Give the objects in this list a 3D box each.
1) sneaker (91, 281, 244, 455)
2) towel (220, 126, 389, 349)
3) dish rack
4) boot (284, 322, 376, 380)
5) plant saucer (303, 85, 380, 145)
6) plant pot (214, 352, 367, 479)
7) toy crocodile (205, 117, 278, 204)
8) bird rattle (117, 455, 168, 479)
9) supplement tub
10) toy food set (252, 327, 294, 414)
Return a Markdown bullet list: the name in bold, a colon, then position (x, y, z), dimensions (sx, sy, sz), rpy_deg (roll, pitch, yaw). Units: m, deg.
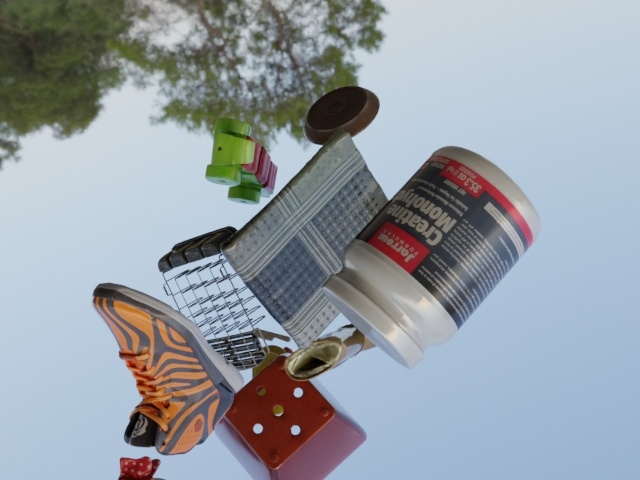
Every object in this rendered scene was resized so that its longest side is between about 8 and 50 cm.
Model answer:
- **sneaker**: position (-0.244, 0.208, 1.119), dimensions (0.124, 0.321, 0.180), rpy_deg (3, -126, 42)
- **towel**: position (0.000, 0.000, 1.411), dimensions (0.324, 0.312, 0.056), rpy_deg (-45, -141, -12)
- **dish rack**: position (-0.198, 0.124, 1.479), dimensions (0.208, 0.272, 0.074), rpy_deg (-16, -169, 42)
- **boot**: position (0.074, 0.205, 1.575), dimensions (0.236, 0.089, 0.269), rpy_deg (-34, 170, 16)
- **plant saucer**: position (0.037, -0.260, 1.537), dimensions (0.168, 0.029, 0.169), rpy_deg (-18, -139, 16)
- **plant pot**: position (-0.081, 0.403, 1.690), dimensions (0.267, 0.236, 0.267), rpy_deg (-40, -113, -14)
- **toy crocodile**: position (-0.136, -0.141, 1.432), dimensions (0.105, 0.115, 0.340), rpy_deg (8, 170, 12)
- **bird rattle**: position (-0.451, 0.686, 1.968), dimensions (0.206, 0.143, 0.254), rpy_deg (15, -138, 5)
- **supplement tub**: position (0.153, 0.022, 1.056), dimensions (0.272, 0.191, 0.191), rpy_deg (-47, -148, -8)
- **toy food set**: position (-0.108, 0.339, 1.974), dimensions (0.128, 0.218, 0.071), rpy_deg (1, 179, 32)
